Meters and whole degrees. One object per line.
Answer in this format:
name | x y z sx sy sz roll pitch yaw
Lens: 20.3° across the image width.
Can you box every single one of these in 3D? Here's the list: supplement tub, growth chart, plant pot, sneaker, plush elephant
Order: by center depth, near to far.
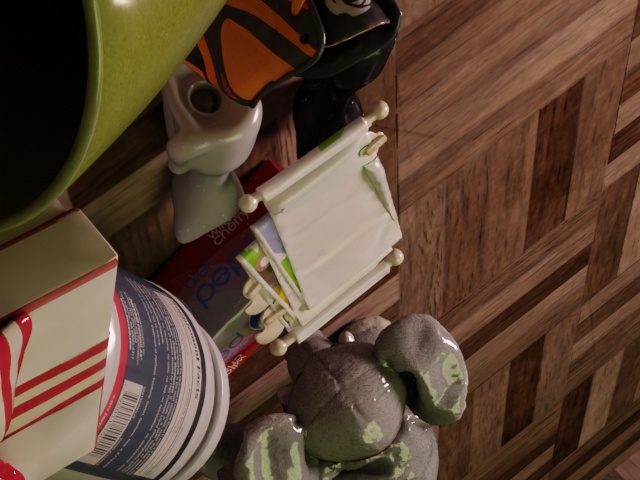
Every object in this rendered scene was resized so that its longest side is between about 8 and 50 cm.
plant pot | -0.140 -0.187 0.947 0.293 0.275 0.275 -41 162 -47
sneaker | -0.002 -0.222 1.163 0.124 0.180 0.321 -21 149 -42
supplement tub | -0.198 0.106 1.401 0.191 0.191 0.272 -45 157 4
growth chart | 0.000 0.000 1.528 0.172 0.021 0.237 -32 146 -14
plush elephant | 0.017 0.173 1.807 0.272 0.330 0.255 -29 136 -14

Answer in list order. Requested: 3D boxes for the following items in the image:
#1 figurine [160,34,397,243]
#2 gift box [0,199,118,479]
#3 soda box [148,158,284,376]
figurine | -0.042 -0.096 1.449 0.215 0.092 0.209 -34 160 -18
gift box | -0.291 0.075 1.112 0.276 0.258 0.255 -33 155 -25
soda box | -0.095 0.056 1.605 0.263 0.092 0.083 -45 154 4
